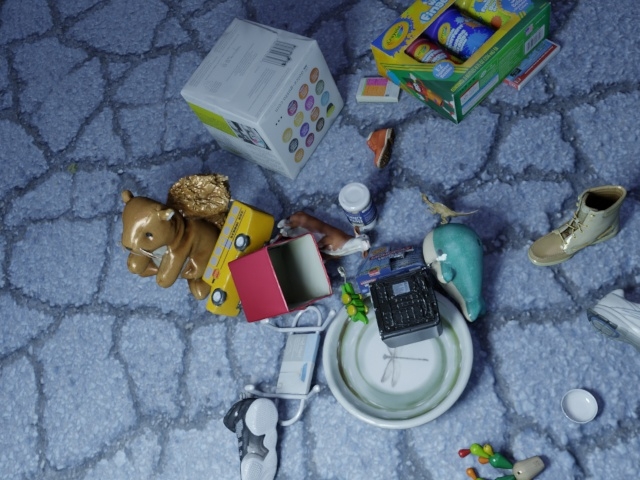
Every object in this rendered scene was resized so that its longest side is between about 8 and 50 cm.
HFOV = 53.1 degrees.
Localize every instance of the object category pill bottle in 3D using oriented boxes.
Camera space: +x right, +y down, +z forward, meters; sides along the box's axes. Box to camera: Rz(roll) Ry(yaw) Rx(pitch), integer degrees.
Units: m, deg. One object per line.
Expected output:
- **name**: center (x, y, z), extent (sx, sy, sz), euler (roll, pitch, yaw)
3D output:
- **pill bottle**: center (0.119, -0.094, 1.922), extent (0.094, 0.169, 0.094), euler (-8, 61, 14)

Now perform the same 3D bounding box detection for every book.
- **book**: center (0.203, -0.519, 2.198), extent (0.144, 0.035, 0.096), euler (5, 62, 19)

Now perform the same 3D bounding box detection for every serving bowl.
- **serving bowl**: center (0.639, 0.412, 1.584), extent (0.083, 0.027, 0.083), euler (-7, 62, 13)

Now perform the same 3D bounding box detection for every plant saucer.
- **plant saucer**: center (0.210, 0.312, 1.725), extent (0.400, 0.100, 0.400), euler (-7, 62, 14)

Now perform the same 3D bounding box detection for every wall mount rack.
- **wall mount rack**: center (-0.059, 0.319, 1.746), extent (0.304, 0.130, 0.350), euler (-11, 57, 40)

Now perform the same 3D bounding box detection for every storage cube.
- **storage cube**: center (-0.115, 0.104, 1.810), extent (0.193, 0.184, 0.215), euler (-21, 88, 46)

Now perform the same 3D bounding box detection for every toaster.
- **toaster**: center (0.229, 0.173, 1.668), extent (0.186, 0.110, 0.168), euler (-17, 61, 9)

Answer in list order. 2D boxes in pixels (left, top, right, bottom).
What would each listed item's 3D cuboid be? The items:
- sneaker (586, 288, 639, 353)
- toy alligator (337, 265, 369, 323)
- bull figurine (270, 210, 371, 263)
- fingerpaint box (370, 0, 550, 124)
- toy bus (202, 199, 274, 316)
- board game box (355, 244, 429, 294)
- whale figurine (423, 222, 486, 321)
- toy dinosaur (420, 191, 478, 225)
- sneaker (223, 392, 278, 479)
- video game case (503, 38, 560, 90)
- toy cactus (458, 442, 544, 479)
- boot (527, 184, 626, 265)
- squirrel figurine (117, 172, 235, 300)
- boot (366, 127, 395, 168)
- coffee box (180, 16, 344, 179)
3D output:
- **sneaker**: center (0.820, 0.224, 1.584), extent (0.129, 0.111, 0.297), euler (-44, 61, -14)
- **toy alligator**: center (0.080, 0.160, 1.759), extent (0.051, 0.056, 0.189), euler (-52, 50, 35)
- **bull figurine**: center (0.000, 0.000, 1.932), extent (0.310, 0.101, 0.188), euler (23, 34, 34)
- **fingerpaint box**: center (0.453, -0.657, 2.086), extent (0.445, 0.163, 0.371), euler (-43, 60, -7)
- **toy bus**: center (-0.257, 0.057, 1.938), extent (0.130, 0.108, 0.332), euler (27, 96, 38)
- **board game box**: center (0.202, 0.062, 1.812), extent (0.194, 0.060, 0.194), euler (-18, 19, 12)
- **whale figurine**: center (0.391, 0.078, 1.731), extent (0.141, 0.216, 0.272), euler (-30, 77, 31)
- **toy dinosaur**: center (0.370, -0.083, 1.884), extent (0.183, 0.092, 0.053), euler (23, 73, 26)
- **sneaker**: center (-0.193, 0.547, 1.731), extent (0.153, 0.101, 0.268), euler (5, 89, 52)
- **video game case**: center (0.616, -0.635, 2.134), extent (0.204, 0.025, 0.285), euler (-44, 59, -8)
- **toy cactus**: center (0.449, 0.566, 1.530), extent (0.180, 0.112, 0.219), euler (-26, 50, -9)
- **boot**: center (0.678, -0.040, 1.702), extent (0.262, 0.203, 0.095), euler (-21, 59, 4)
- **squirrel figurine**: center (-0.447, -0.058, 1.959), extent (0.281, 0.370, 0.397), euler (26, 73, 27)
- **boot**: center (0.185, -0.296, 2.076), extent (0.085, 0.059, 0.158), euler (3, 56, 22)
- **coffee box**: center (-0.180, -0.464, 2.109), extent (0.338, 0.334, 0.337), euler (25, 74, 28)
